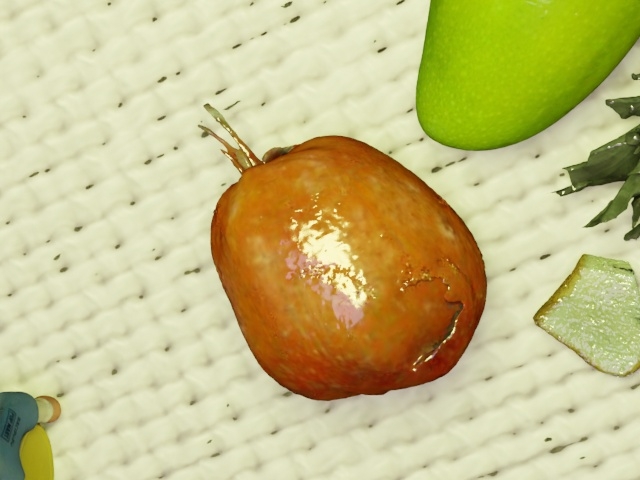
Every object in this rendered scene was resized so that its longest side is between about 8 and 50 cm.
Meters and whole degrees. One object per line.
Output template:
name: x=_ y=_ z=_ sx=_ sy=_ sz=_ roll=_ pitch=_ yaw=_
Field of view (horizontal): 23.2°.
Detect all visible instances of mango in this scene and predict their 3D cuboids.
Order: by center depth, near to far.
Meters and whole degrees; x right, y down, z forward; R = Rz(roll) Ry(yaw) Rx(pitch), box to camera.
mango: x=0.179 y=-0.219 z=1.252 sx=0.192 sy=0.156 sz=0.343 roll=34 pitch=111 yaw=10

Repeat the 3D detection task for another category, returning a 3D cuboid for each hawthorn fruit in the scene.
hawthorn fruit: x=0.000 y=0.000 z=1.310 sx=0.211 sy=0.211 sz=0.299 roll=-36 pitch=96 yaw=16

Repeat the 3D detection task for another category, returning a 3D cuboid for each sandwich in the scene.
sandwich: x=0.253 y=0.067 z=1.370 sx=0.105 sy=0.036 sz=0.093 roll=40 pitch=106 yaw=-2

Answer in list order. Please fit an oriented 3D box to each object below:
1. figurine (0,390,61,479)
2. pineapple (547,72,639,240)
figurine: x=-0.385 y=0.205 z=1.460 sx=0.275 sy=0.161 sz=0.158 roll=2 pitch=140 yaw=12
pineapple: x=0.337 y=-0.136 z=1.262 sx=0.165 sy=0.165 sz=0.364 roll=29 pitch=115 yaw=2
